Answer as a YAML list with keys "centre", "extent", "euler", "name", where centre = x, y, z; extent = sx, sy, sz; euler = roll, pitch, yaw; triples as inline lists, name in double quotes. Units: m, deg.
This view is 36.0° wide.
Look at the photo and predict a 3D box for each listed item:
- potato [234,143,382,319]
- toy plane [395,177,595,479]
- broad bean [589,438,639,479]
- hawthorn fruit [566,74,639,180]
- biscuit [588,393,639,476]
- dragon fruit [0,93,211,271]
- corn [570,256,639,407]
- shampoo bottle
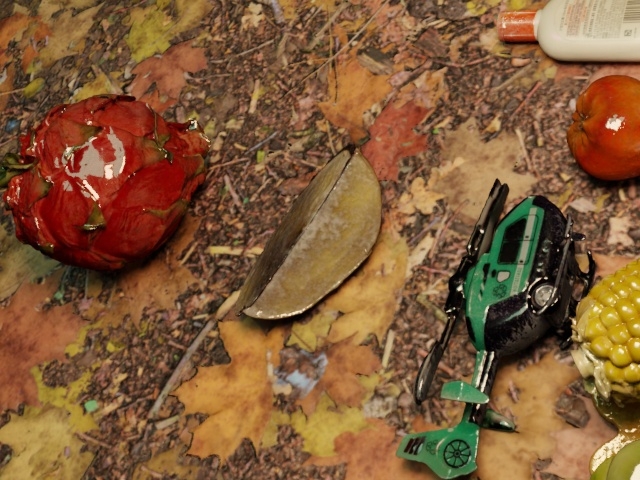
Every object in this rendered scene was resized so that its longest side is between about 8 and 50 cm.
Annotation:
- centre: [0.000, 0.003, 1.273]
  extent: [0.261, 0.100, 0.120]
  euler: [-55, 14, 7]
  name: "potato"
- centre: [0.203, 0.087, 1.106]
  extent: [0.155, 0.106, 0.381]
  euler: [5, 66, 35]
  name: "toy plane"
- centre: [0.336, 0.254, 0.908]
  extent: [0.174, 0.082, 0.124]
  euler: [30, 82, 35]
  name: "broad bean"
- centre: [0.350, -0.123, 1.144]
  extent: [0.125, 0.140, 0.125]
  euler: [-43, 23, 24]
  name: "hawthorn fruit"
- centre: [0.353, 0.220, 0.991]
  extent: [0.158, 0.035, 0.240]
  euler: [-26, 55, 8]
  name: "biscuit"
- centre: [-0.289, -0.087, 1.358]
  extent: [0.299, 0.244, 0.244]
  euler: [-28, 52, -14]
  name: "dragon fruit"
- centre: [0.423, 0.039, 0.975]
  extent: [0.387, 0.144, 0.144]
  euler: [-28, 53, -3]
  name: "corn"
- centre: [0.339, -0.278, 1.270]
  extent: [0.221, 0.051, 0.108]
  euler: [6, 67, 29]
  name: "shampoo bottle"
